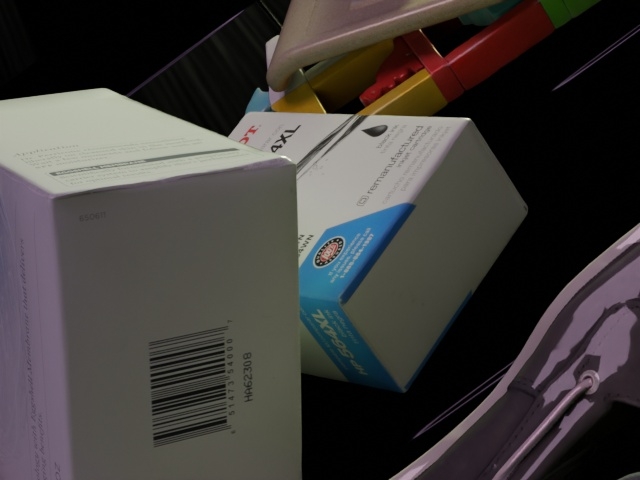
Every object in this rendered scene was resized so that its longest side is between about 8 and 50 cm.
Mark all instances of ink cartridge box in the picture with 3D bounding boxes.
[{"bbox_3d":[0.000,0.000,0.951,0.203,0.086,0.148,6,52,47],"label":"ink cartridge box"}]

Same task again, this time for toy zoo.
[{"bbox_3d":[0.068,-0.155,1.133,0.293,0.030,0.192,-34,32,4],"label":"toy zoo"}]

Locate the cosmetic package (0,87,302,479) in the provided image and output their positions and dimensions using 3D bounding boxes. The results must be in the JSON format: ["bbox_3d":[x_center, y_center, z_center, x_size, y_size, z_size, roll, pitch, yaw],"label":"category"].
[{"bbox_3d":[-0.125,0.049,0.852,0.138,0.224,0.225,-10,19,-29],"label":"cosmetic package"}]

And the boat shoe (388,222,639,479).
[{"bbox_3d":[0.111,0.108,0.703,0.335,0.112,0.095,-42,50,3],"label":"boat shoe"}]

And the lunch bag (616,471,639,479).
[{"bbox_3d":[0.121,0.240,0.379,0.305,0.256,0.212,-51,19,-18],"label":"lunch bag"}]

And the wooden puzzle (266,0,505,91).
[{"bbox_3d":[0.117,-0.276,1.134,0.348,0.080,0.322,-20,35,27],"label":"wooden puzzle"}]
